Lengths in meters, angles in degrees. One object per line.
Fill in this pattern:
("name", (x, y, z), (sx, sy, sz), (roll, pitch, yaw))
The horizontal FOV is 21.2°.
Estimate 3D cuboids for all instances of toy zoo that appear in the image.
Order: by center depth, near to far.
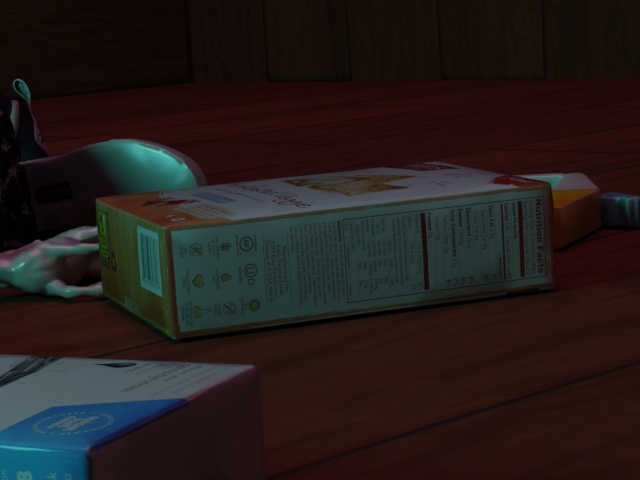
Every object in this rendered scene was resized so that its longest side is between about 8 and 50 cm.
("toy zoo", (0.081, -0.020, 1.228), (0.293, 0.030, 0.192), (-2, 8, 14))

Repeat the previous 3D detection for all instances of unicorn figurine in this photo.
("unicorn figurine", (-0.166, 0.010, 1.081), (0.111, 0.060, 0.162), (-1, -8, 19))

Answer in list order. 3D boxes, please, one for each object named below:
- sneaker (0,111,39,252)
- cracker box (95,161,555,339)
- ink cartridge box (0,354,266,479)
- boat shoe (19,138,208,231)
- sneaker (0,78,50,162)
("sneaker", (-0.275, -0.026, 1.203), (0.118, 0.107, 0.279), (-12, 5, 6))
("cracker box", (0.000, 0.000, 1.001), (0.232, 0.067, 0.156), (-6, 9, -21))
("ink cartridge box", (-0.120, 0.076, 0.550), (0.180, 0.060, 0.104), (0, 10, 26))
("boat shoe", (-0.170, -0.043, 1.339), (0.219, 0.077, 0.070), (0, 10, 33))
("sneaker", (-0.347, -0.086, 1.451), (0.235, 0.153, 0.094), (-4, 6, -7))
